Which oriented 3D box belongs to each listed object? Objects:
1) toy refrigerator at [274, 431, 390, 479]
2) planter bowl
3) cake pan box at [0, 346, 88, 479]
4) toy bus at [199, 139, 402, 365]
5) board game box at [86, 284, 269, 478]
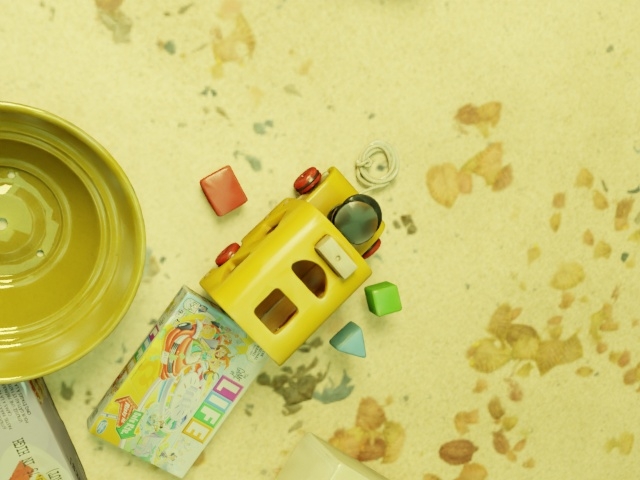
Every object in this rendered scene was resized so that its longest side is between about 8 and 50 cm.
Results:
[{"bbox_3d":[0.072,0.310,0.839,0.269,0.094,0.102,36,84,-24],"label":"toy refrigerator"},{"bbox_3d":[-0.252,-0.004,0.641,0.217,0.090,0.217,-5,105,-18],"label":"planter bowl"},{"bbox_3d":[-0.326,0.242,0.697,0.246,0.070,0.267,-19,110,-11],"label":"cake pan box"},{"bbox_3d":[-0.005,0.012,0.712,0.191,0.104,0.202,0,97,-17],"label":"toy bus"},{"bbox_3d":[-0.127,0.131,0.755,0.103,0.026,0.154,35,91,-24],"label":"board game box"}]
